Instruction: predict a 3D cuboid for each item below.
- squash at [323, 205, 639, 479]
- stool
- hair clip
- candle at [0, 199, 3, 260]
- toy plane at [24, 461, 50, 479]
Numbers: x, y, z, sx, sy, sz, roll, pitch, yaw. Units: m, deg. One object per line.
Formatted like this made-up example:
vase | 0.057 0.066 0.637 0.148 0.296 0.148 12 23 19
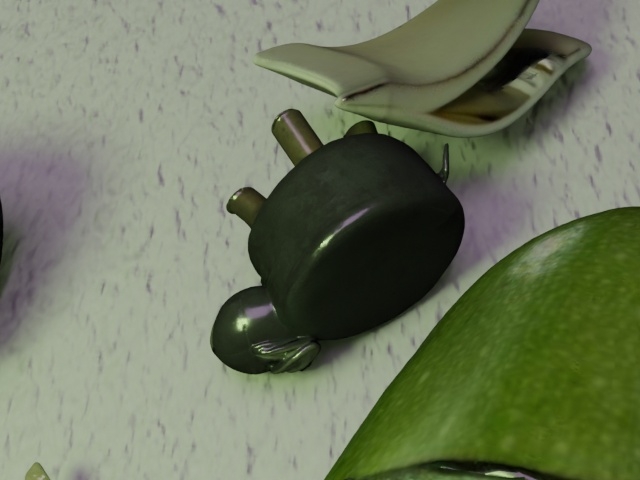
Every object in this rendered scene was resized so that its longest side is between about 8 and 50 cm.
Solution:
squash | 0.165 0.127 0.571 0.310 0.310 0.309 10 40 18
stool | -0.003 -0.004 0.734 0.228 0.153 0.139 -32 56 -9
hair clip | 0.108 -0.155 0.822 0.282 0.113 0.172 -30 32 -16
candle | -0.455 -0.009 0.796 0.343 0.221 0.221 5 58 15
toy plane | -0.228 0.274 0.635 0.229 0.092 0.244 23 65 22
